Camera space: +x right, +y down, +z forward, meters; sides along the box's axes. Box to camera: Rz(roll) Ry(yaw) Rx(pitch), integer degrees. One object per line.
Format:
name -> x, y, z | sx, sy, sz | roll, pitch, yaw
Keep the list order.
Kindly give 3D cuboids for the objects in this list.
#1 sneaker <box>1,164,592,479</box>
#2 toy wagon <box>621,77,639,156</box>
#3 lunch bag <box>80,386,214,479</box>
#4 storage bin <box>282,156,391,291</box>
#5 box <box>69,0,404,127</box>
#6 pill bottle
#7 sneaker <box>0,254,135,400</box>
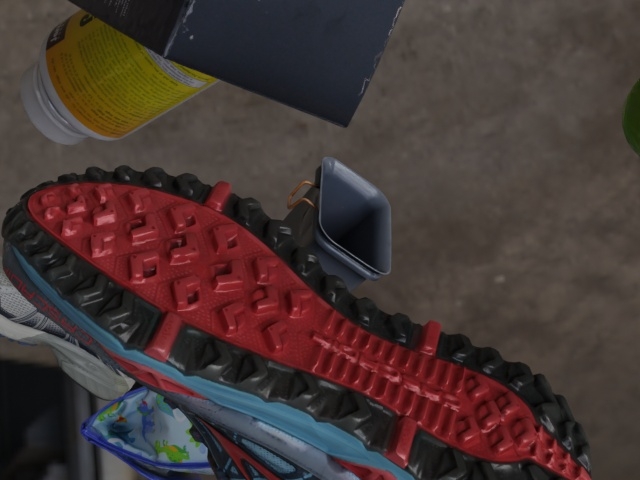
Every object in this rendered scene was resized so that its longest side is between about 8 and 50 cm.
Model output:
sneaker -> -0.027, 0.074, 0.658 | 0.262, 0.104, 0.125 | 31, 129, 1
toy wagon -> 0.219, 0.007, 0.700 | 0.068, 0.344, 0.267 | -17, 171, -1
lunch bag -> -0.118, 0.167, 1.405 | 0.151, 0.096, 0.129 | -3, 171, 17
storage bin -> 0.000, 0.000, 1.466 | 0.098, 0.135, 0.091 | 34, 119, -21
box -> -0.066, -0.173, 1.091 | 0.153, 0.207, 0.108 | 19, 100, -33
pill bottle -> -0.164, -0.163, 1.395 | 0.215, 0.117, 0.117 | -26, 145, 34
sneaker -> -0.145, 0.032, 0.888 | 0.135, 0.052, 0.058 | 36, 112, -30
